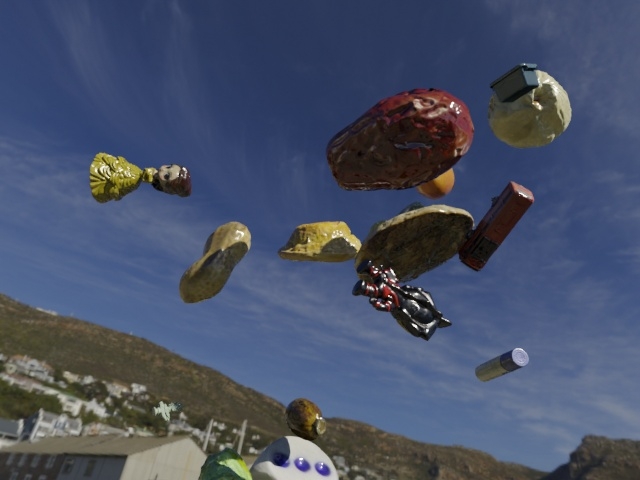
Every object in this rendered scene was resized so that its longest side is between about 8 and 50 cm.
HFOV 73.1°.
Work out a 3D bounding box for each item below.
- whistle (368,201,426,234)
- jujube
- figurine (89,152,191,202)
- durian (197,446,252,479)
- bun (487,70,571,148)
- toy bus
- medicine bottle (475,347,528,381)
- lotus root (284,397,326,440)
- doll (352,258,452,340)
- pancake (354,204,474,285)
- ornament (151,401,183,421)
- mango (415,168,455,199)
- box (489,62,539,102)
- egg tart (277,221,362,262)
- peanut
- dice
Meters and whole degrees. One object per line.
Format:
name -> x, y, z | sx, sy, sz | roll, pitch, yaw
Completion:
whistle -> 0.228, -0.029, 1.276 | 0.223, 0.123, 0.123 | -42, -47, 0
jujube -> 0.158, -0.195, 0.879 | 0.289, 0.197, 0.197 | -18, -41, 18
figurine -> -0.624, -0.226, 1.541 | 0.314, 0.187, 0.168 | -1, -63, -1
durian -> -0.239, 0.717, 1.151 | 0.204, 0.256, 0.339 | -5, -1, -15
bun -> 0.577, -0.362, 1.190 | 0.220, 0.221, 0.134 | 2, -10, 12
toy bus -> 0.422, -0.029, 1.055 | 0.073, 0.096, 0.235 | 29, -62, 3
medicine bottle -> 0.575, 0.401, 1.382 | 0.059, 0.059, 0.231 | 12, -29, -4
lotus root -> -0.057, 0.587, 1.430 | 0.120, 0.120, 0.209 | 30, -16, -28
doll -> 0.185, 0.138, 0.973 | 0.248, 0.127, 0.088 | 27, -14, -15
pancake -> 0.258, 0.027, 1.217 | 0.355, 0.065, 0.356 | -14, -39, -12
ornament -> -0.503, 0.554, 1.410 | 0.068, 0.092, 0.041 | 44, -61, 10
mango -> 0.419, -0.263, 1.661 | 0.137, 0.188, 0.256 | 17, 3, 39
box -> 0.469, -0.374, 1.035 | 0.074, 0.054, 0.099 | -15, -7, -32
egg tart -> 0.000, 0.000, 1.483 | 0.318, 0.128, 0.319 | -2, 5, 0
peanut -> -0.245, 0.051, 1.013 | 0.098, 0.230, 0.103 | 32, -30, -1
dice -> -0.096, 0.848, 1.449 | 0.259, 0.243, 0.251 | 28, 15, 29
